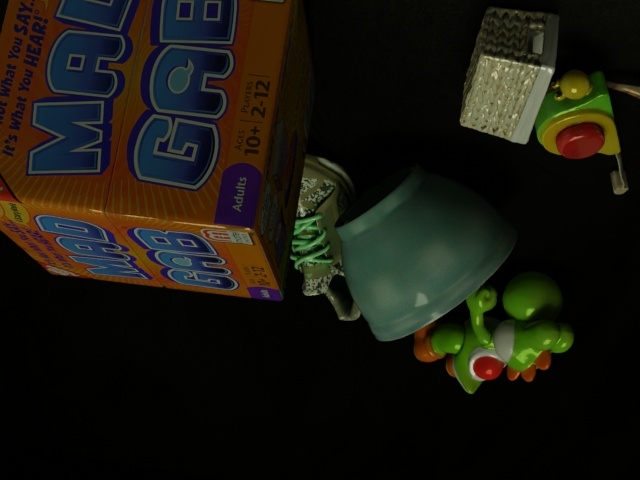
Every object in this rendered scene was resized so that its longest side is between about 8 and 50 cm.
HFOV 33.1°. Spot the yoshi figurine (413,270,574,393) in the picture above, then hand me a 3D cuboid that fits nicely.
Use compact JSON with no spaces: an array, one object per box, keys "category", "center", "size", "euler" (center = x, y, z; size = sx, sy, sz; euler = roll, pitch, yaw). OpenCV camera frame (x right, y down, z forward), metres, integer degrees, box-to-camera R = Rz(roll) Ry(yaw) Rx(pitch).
[{"category":"yoshi figurine","center":[0.347,0.157,2.071],"size":[0.362,0.204,0.203],"euler":[-18,99,56]}]

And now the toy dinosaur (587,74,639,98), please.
[{"category":"toy dinosaur","center":[0.502,-0.195,1.553],"size":[0.212,0.064,0.112],"euler":[26,144,-23]}]

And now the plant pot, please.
[{"category":"plant pot","center":[0.147,-0.003,1.771],"size":[0.293,0.293,0.196],"euler":[-29,104,43]}]

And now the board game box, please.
[{"category":"board game box","center":[-0.214,-0.148,1.460],"size":[0.357,0.356,0.356],"euler":[7,164,5]}]

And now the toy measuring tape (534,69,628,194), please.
[{"category":"toy measuring tape","center":[0.387,-0.151,1.614],"size":[0.121,0.121,0.330],"euler":[-4,153,20]}]

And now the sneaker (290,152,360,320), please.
[{"category":"sneaker","center":[0.000,0.000,1.863],"size":[0.158,0.182,0.410],"euler":[-12,141,29]}]

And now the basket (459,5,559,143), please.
[{"category":"basket","center":[0.262,-0.233,1.512],"size":[0.103,0.113,0.167],"euler":[11,146,2]}]
